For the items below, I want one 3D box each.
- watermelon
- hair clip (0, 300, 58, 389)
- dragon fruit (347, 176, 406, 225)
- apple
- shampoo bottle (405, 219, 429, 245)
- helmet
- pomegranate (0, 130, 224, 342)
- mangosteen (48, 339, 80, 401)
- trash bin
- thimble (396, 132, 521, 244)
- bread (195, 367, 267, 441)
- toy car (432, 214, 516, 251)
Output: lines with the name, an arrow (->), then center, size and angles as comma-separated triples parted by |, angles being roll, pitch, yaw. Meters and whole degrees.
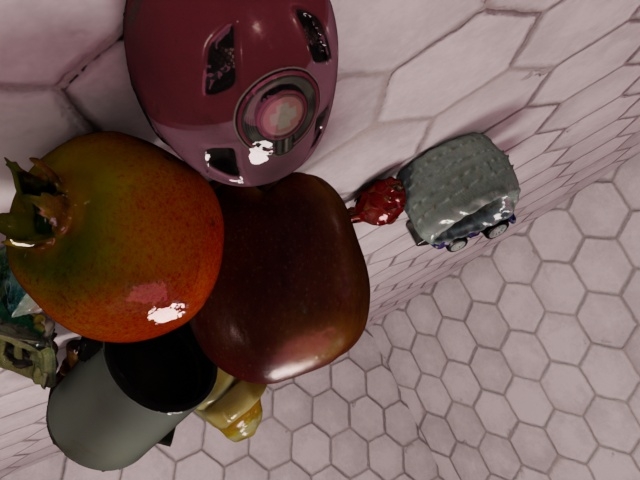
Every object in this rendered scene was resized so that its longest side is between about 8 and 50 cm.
watermelon -> -0.313, 0.020, 0.856 | 0.154, 0.094, 0.241 | -40, 164, 13
hair clip -> -0.476, 0.151, 0.983 | 0.091, 0.138, 0.321 | -68, -172, -29
dragon fruit -> 0.099, -0.065, 1.267 | 0.190, 0.094, 0.094 | -25, 169, 33
apple -> -0.066, 0.056, 0.907 | 0.288, 0.317, 0.288 | -7, -168, 2
shampoo bottle -> 0.353, -0.076, 1.673 | 0.246, 0.080, 0.079 | -35, 164, 29
helmet -> -0.065, -0.142, 0.570 | 0.198, 0.154, 0.253 | -21, 170, -16
pomegranate -> -0.216, -0.009, 0.633 | 0.220, 0.221, 0.256 | -30, 159, 14
mangosteen -> -0.494, 0.315, 1.347 | 0.235, 0.235, 0.262 | -25, 124, -6
trash bin -> -0.345, 0.268, 1.129 | 0.277, 0.217, 0.262 | 30, 127, -24
thimble -> 0.293, -0.104, 1.284 | 0.250, 0.172, 0.205 | -22, 163, -11
bread -> -0.281, 0.389, 1.710 | 0.210, 0.341, 0.300 | -46, 169, -19
toy car -> 0.340, -0.092, 1.471 | 0.235, 0.172, 0.158 | -23, 149, -5
